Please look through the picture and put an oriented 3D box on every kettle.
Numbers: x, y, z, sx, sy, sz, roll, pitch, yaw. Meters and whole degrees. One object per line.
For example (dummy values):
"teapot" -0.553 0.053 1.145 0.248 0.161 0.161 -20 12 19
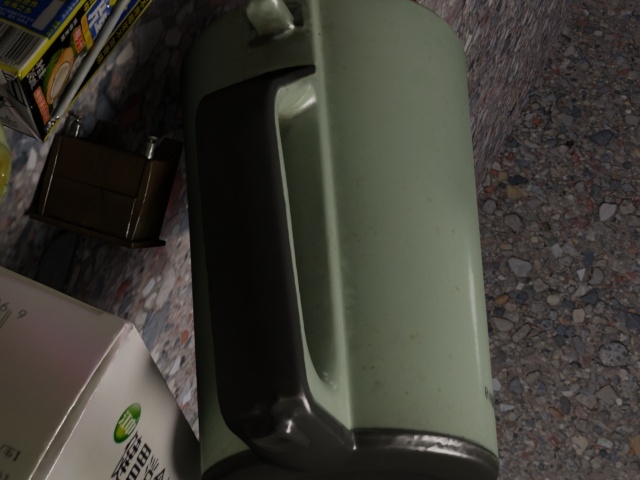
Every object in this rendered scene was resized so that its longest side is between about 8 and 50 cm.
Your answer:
"kettle" 0.000 0.000 0.850 0.361 0.250 0.377 61 23 -62

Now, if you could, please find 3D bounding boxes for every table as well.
"table" -0.156 -0.045 0.837 0.070 0.083 0.082 -6 111 -77

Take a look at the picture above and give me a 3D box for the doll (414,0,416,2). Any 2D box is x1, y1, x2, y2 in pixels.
"doll" 0.027 -0.241 1.098 0.161 0.130 0.290 -48 163 -57

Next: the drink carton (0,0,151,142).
"drink carton" -0.158 -0.149 0.719 0.166 0.056 0.071 -60 167 -27

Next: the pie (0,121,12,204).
"pie" -0.223 -0.060 0.524 0.240 0.054 0.241 4 90 -75

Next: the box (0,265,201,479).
"box" -0.201 0.142 0.771 0.145 0.173 0.333 -61 164 -22
